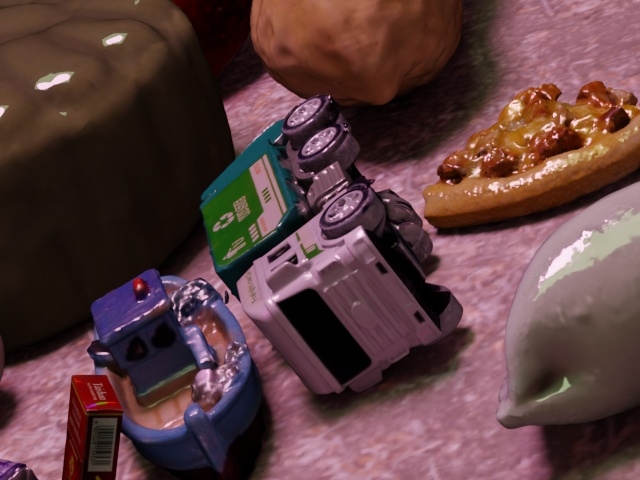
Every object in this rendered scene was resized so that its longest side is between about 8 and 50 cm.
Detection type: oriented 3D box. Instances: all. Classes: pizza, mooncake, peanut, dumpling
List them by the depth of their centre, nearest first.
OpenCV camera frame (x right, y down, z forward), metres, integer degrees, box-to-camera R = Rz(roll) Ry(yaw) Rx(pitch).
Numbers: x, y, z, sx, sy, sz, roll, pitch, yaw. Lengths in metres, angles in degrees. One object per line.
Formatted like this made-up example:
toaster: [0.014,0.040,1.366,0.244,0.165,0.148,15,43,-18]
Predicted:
dumpling: [0.173,0.033,0.952,0.216,0.149,0.105,-35,64,-9]
pizza: [0.143,-0.063,1.209,0.175,0.046,0.134,-24,25,3]
mooncake: [-0.248,-0.074,1.392,0.356,0.194,0.356,-17,29,10]
peanut: [0.030,-0.215,1.440,0.169,0.192,0.387,-13,26,8]

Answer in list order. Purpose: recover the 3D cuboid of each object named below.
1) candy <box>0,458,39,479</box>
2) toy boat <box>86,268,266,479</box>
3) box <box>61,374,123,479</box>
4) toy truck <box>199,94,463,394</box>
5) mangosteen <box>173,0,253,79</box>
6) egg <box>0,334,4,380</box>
candy: [-0.281,0.165,1.122,0.312,0.061,0.088,4,38,48]
toy boat: [-0.090,0.070,1.096,0.100,0.097,0.223,-30,24,-5]
box: [-0.132,0.124,1.044,0.023,0.082,0.051,2,18,-17]
toy truck: [0.000,0.000,1.145,0.124,0.114,0.253,-35,23,9]
mangosteen: [-0.148,-0.227,1.641,0.215,0.215,0.257,-16,-2,17]
egg: [-0.277,0.086,1.223,0.135,0.103,0.103,-18,25,18]
